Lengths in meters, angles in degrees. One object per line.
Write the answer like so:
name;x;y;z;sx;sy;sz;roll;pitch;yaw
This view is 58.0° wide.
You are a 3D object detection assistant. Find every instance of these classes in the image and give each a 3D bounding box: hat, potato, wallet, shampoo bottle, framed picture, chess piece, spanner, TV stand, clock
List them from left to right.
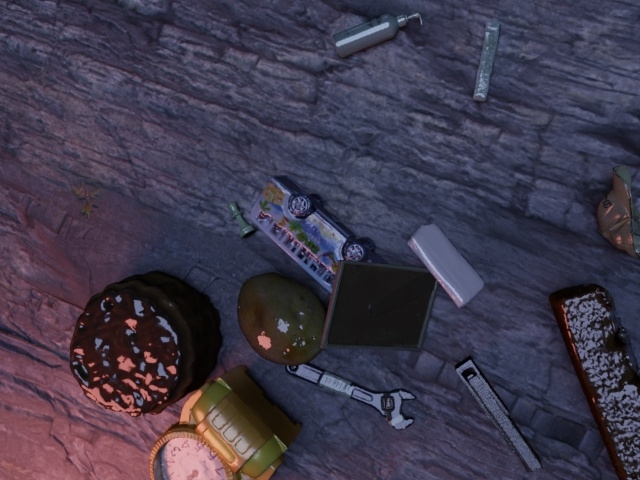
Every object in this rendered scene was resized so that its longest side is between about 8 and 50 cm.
clock;-0.229;0.473;1.288;0.244;0.200;0.317;44;107;12
chess piece;-0.190;-0.052;1.348;0.042;0.042;0.093;-34;79;10
potato;-0.087;0.171;1.272;0.178;0.160;0.235;-36;69;-15
spanner;0.067;0.332;1.304;0.315;0.024;0.087;20;93;13
shampoo bottle;0.125;-0.462;1.269;0.195;0.056;0.056;-19;86;11
framed picture;0.130;0.139;1.195;0.260;0.023;0.189;7;99;-30
wallet;0.266;0.048;1.228;0.190;0.095;0.033;53;141;9
TV stand;0.377;0.365;1.221;0.040;0.049;0.256;-36;84;11
hat;0.587;-0.059;1.135;0.081;0.122;0.166;-6;117;27

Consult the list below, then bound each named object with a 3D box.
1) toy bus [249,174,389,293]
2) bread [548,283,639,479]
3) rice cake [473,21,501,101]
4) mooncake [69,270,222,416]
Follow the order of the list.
toy bus;0.000;0.000;1.275;0.329;0.109;0.136;42;107;9
bread;0.571;0.289;1.121;0.113;0.165;0.417;-20;87;17
rice cake;0.355;-0.382;1.232;0.033;0.029;0.171;11;93;15
mooncake;-0.403;0.235;1.322;0.324;0.187;0.324;1;93;13
